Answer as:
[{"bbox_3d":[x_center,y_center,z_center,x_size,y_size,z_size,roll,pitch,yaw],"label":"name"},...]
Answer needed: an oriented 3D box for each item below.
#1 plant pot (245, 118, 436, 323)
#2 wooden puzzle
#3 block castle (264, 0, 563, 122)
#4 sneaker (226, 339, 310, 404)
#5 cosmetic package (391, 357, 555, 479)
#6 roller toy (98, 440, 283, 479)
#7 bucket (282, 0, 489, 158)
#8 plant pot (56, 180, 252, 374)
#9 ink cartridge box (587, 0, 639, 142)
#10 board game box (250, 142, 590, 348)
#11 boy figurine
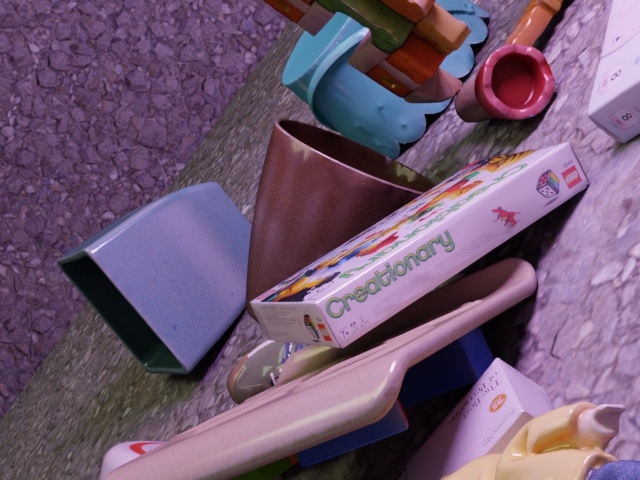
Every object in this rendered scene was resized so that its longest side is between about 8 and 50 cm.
[{"bbox_3d":[0.000,0.000,1.486,0.215,0.215,0.230,-114,46,-71],"label":"plant pot"},{"bbox_3d":[0.016,0.143,1.093,0.322,0.080,0.348,-27,0,31],"label":"wooden puzzle"},{"bbox_3d":[0.112,-0.359,1.386,0.303,0.453,0.213,-57,8,-9],"label":"block castle"},{"bbox_3d":[-0.009,0.137,1.339,0.192,0.064,0.086,-24,20,-5],"label":"sneaker"},{"bbox_3d":[0.098,0.216,0.993,0.239,0.060,0.099,-52,18,13],"label":"cosmetic package"},{"bbox_3d":[-0.136,0.280,1.251,0.209,0.191,0.146,20,-100,-77],"label":"roller toy"},{"bbox_3d":[0.086,-0.270,1.751,0.281,0.183,0.281,-51,17,21],"label":"bucket"},{"bbox_3d":[-0.234,0.042,1.977,0.252,0.248,0.247,-42,11,-21],"label":"plant pot"},{"bbox_3d":[0.355,-0.217,1.124,0.232,0.066,0.189,-42,20,50],"label":"ink cartridge box"},{"bbox_3d":[0.093,0.005,1.204,0.305,0.053,0.193,-32,9,-20],"label":"board game box"},{"bbox_3d":[0.162,0.195,0.796,0.285,0.092,0.177,161,118,-68],"label":"boy figurine"}]
